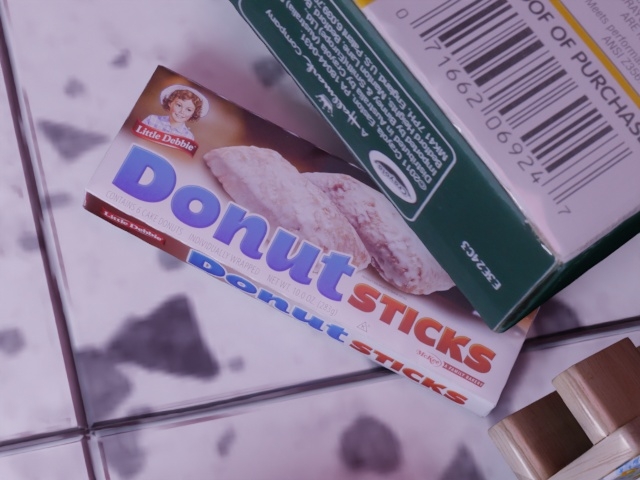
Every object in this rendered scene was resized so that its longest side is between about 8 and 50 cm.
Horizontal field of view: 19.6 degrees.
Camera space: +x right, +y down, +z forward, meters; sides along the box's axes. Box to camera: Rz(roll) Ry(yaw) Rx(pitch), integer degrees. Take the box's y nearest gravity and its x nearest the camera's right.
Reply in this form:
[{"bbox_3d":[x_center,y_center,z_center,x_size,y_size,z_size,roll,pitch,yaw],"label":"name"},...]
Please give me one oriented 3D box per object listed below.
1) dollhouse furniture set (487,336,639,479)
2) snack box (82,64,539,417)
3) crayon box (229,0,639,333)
[{"bbox_3d":[0.228,0.053,0.657,0.242,0.212,0.161,-20,72,-45],"label":"dollhouse furniture set"},{"bbox_3d":[0.000,0.000,0.726,0.178,0.022,0.064,28,66,-1],"label":"snack box"},{"bbox_3d":[0.136,-0.134,0.761,0.323,0.083,0.203,-33,79,-24],"label":"crayon box"}]
